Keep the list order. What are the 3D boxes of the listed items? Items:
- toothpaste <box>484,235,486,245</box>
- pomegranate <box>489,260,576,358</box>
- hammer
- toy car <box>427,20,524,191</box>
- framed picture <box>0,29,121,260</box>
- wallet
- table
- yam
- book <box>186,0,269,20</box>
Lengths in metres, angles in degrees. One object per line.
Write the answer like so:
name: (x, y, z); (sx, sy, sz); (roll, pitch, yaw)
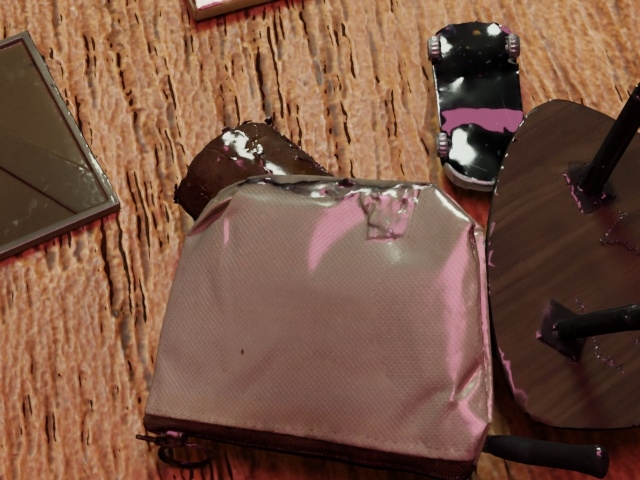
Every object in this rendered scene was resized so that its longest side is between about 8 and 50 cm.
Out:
toothpaste: (0.220, -0.002, 1.758); (0.233, 0.038, 0.060); (-17, 62, -12)
pomegranate: (0.218, 0.064, 1.670); (0.169, 0.148, 0.148); (45, 66, -4)
hammer: (0.161, 0.182, 1.552); (0.029, 0.246, 0.103); (-19, 103, -32)
toy car: (0.159, -0.135, 1.828); (0.095, 0.056, 0.205); (-3, 62, -1)
framed picture: (-0.333, -0.092, 1.833); (0.184, 0.016, 0.250); (-25, 62, -14)
wallet: (0.000, 0.078, 1.596); (0.335, 0.068, 0.274); (4, 83, 21)
table: (0.301, -0.027, 1.514); (0.317, 0.249, 0.317); (7, 67, -18)
yam: (-0.001, 0.000, 1.710); (0.280, 0.131, 0.131); (39, 67, 21)
book: (-0.072, -0.421, 2.024); (0.263, 0.028, 0.374); (-16, 59, -11)
